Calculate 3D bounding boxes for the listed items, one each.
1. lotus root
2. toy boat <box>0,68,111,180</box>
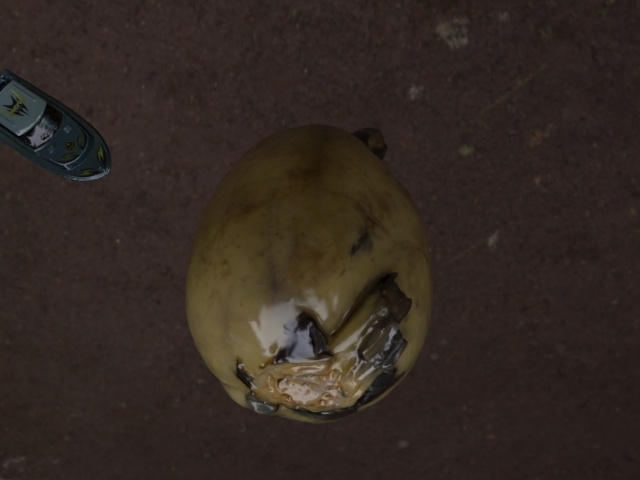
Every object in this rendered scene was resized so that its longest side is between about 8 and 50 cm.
[{"bbox_3d":[0.000,0.000,0.678,0.183,0.310,0.183,5,131,6],"label":"lotus root"},{"bbox_3d":[-0.230,-0.090,0.742,0.141,0.055,0.060,33,168,16],"label":"toy boat"}]
